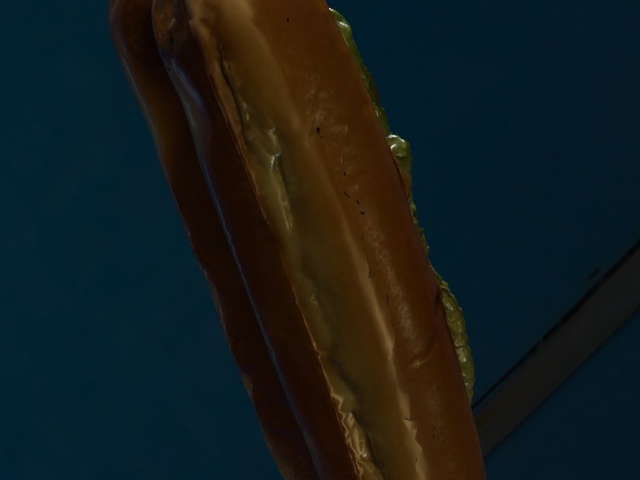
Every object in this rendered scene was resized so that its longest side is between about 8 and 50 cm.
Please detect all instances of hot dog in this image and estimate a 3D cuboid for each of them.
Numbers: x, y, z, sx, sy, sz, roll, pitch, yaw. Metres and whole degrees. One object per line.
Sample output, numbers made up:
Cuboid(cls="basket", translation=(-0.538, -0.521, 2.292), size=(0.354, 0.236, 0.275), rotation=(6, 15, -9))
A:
Cuboid(cls="hot dog", translation=(0.000, 0.000, 0.526), size=(0.100, 0.135, 0.337), rotation=(-25, -70, -18))
